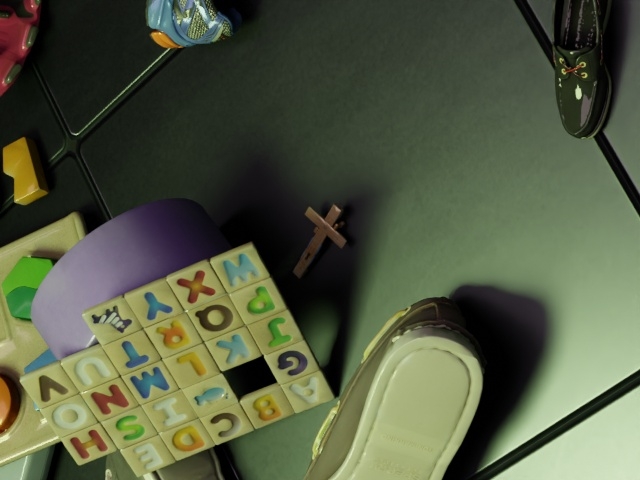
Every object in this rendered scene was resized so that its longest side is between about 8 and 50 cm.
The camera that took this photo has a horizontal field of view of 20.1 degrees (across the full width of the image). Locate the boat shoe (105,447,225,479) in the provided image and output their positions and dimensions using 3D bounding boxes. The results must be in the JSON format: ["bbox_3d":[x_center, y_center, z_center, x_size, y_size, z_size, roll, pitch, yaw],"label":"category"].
[{"bbox_3d":[-0.109,0.305,1.670,0.095,0.112,0.335,-51,57,47],"label":"boat shoe"}]

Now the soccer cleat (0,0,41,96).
[{"bbox_3d":[-0.351,-0.301,1.817,0.143,0.116,0.331,11,98,52],"label":"soccer cleat"}]

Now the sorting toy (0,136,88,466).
[{"bbox_3d":[-0.317,0.062,1.798,0.229,0.041,0.307,-26,70,20],"label":"sorting toy"}]

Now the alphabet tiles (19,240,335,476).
[{"bbox_3d":[-0.130,0.115,1.572,0.237,0.198,0.009,-23,38,6],"label":"alphabet tiles"}]

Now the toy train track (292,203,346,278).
[{"bbox_3d":[0.000,0.000,1.617,0.048,0.014,0.083,44,123,19],"label":"toy train track"}]

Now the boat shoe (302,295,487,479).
[{"bbox_3d":[0.044,0.195,1.544,0.116,0.097,0.324,21,115,-8],"label":"boat shoe"}]

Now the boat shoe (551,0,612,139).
[{"bbox_3d":[0.204,-0.146,1.434,0.049,0.042,0.133,7,99,35],"label":"boat shoe"}]

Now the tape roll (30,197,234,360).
[{"bbox_3d":[-0.161,0.053,1.632,0.080,0.189,0.189,52,121,23],"label":"tape roll"}]

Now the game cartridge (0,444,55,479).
[{"bbox_3d":[-0.389,0.169,1.899,0.297,0.062,0.198,27,105,33],"label":"game cartridge"}]

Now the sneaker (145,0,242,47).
[{"bbox_3d":[-0.100,-0.283,1.643,0.087,0.083,0.221,9,104,23],"label":"sneaker"}]
